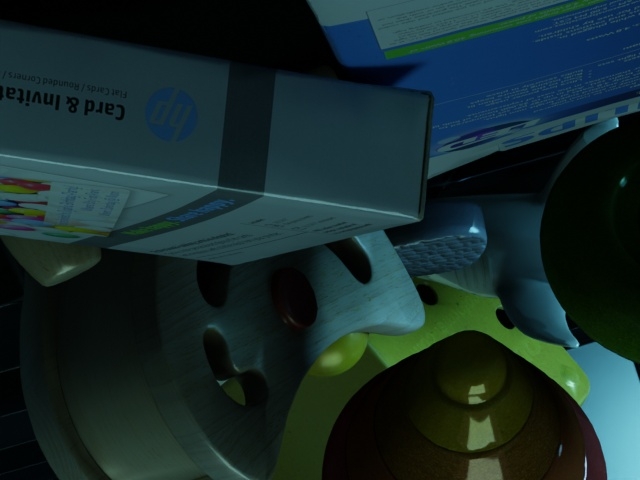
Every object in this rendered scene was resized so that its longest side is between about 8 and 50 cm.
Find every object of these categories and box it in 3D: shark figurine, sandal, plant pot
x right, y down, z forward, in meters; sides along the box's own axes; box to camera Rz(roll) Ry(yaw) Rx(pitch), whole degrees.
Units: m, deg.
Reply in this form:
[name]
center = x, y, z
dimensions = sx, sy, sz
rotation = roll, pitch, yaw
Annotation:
[shark figurine]
center = 0.180, -0.021, 1.061
dimensions = 0.278, 0.116, 0.166
rotation = -5, -159, -17
[sandal]
center = -0.001, 0.000, 1.023
dimensions = 0.097, 0.054, 0.254
rotation = -3, 174, -30
[plant pot]
center = 0.041, 0.112, 1.166
dimensions = 0.187, 0.212, 0.212
rotation = -43, 176, 40

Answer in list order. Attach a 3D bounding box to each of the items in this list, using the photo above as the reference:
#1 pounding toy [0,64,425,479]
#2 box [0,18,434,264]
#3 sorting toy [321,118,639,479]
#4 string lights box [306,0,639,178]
[pounding toy]
center = -0.027, 0.025, 0.773
dimensions = 0.155, 0.154, 0.269
rotation = -22, 169, 30
[box]
center = -0.084, -0.027, 0.501
dimensions = 0.186, 0.038, 0.145
rotation = 9, 171, -22
[sorting toy]
center = 0.142, -0.010, 0.760
dimensions = 0.365, 0.127, 0.126
rotation = -44, 157, -19
[string lights box]
center = 0.064, -0.087, 0.520
dimensions = 0.133, 0.077, 0.260
rotation = -17, 171, 4
